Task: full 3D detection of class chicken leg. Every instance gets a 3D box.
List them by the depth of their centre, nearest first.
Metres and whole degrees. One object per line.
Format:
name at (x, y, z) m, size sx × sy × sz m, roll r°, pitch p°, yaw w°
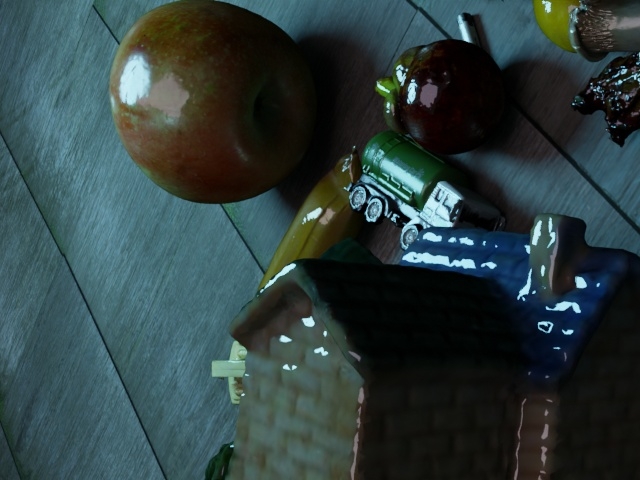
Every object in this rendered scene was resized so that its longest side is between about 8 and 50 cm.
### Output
chicken leg at (0.372, -0.171, 1.292) m, size 0.234 × 0.063 × 0.105 m, roll -23°, pitch 73°, yaw 49°

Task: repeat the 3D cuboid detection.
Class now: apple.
apple at (-0.156, -0.214, 1.800) m, size 0.277 × 0.319 × 0.319 m, roll -1°, pitch 86°, yaw 36°

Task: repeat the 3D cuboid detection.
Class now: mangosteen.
mangosteen at (0.143, -0.180, 1.505) m, size 0.181 × 0.146 × 0.156 m, roll 2°, pitch 113°, yaw 20°

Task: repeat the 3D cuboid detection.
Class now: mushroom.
mushroom at (0.369, -0.239, 1.220) m, size 0.223 × 0.081 × 0.092 m, roll -16°, pitch 62°, yaw 22°

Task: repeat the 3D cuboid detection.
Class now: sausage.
sausage at (0.000, -0.004, 1.734) m, size 0.112 × 0.112 × 0.328 m, roll 54°, pitch 128°, yaw 40°

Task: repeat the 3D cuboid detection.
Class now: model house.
model house at (0.120, 0.153, 1.287) m, size 0.395 × 0.445 × 0.400 m, roll 15°, pitch 101°, yaw 55°

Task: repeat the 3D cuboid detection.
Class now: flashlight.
flashlight at (0.201, -0.265, 1.564) m, size 0.018 × 0.018 × 0.083 m, roll -36°, pitch 60°, yaw 45°

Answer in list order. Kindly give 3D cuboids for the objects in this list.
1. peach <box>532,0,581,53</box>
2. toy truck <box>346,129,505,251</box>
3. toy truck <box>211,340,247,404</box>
peach at (0.318, -0.303, 1.344) m, size 0.179 × 0.103 × 0.179 m, roll -14°, pitch 72°, yaw 49°
toy truck at (0.135, -0.056, 1.571) m, size 0.242 × 0.101 × 0.125 m, roll 42°, pitch 108°, yaw 49°
toy truck at (-0.031, 0.196, 1.695) m, size 0.272 × 0.157 × 0.124 m, roll -1°, pitch 85°, yaw 45°
